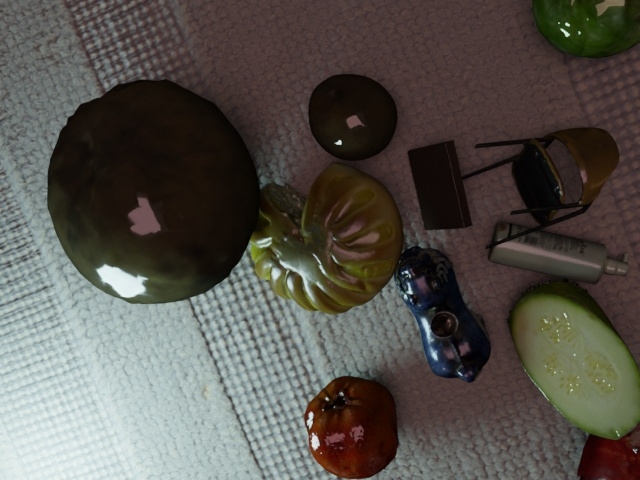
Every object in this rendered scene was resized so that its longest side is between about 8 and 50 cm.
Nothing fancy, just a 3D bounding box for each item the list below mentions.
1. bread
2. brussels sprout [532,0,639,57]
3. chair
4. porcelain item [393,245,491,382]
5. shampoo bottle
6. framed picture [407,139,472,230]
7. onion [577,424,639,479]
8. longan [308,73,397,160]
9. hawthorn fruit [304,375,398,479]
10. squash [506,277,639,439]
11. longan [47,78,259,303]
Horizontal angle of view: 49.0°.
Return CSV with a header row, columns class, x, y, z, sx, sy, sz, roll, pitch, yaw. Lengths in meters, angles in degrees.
class,x,y,z,sx,sy,sz,roll,pitch,yaw
bread,0.000,0.000,1.397,0.332,0.160,0.333,1,93,27
brussels sprout,0.498,-0.446,1.248,0.243,0.244,0.244,2,99,11
chair,0.410,-0.114,1.320,0.246,0.172,0.159,-14,67,-17
porcelain item,0.242,0.147,1.390,0.137,0.186,0.288,-24,93,9
shampoo bottle,0.468,0.030,1.379,0.262,0.085,0.085,13,101,9
framed picture,0.234,-0.106,1.390,0.023,0.128,0.169,-17,96,-27
onion,0.636,0.449,1.297,0.341,0.341,0.342,2,99,11
longan,0.062,-0.243,1.381,0.187,0.167,0.167,46,104,15
hawthorn fruit,0.078,0.414,1.472,0.207,0.207,0.243,-22,120,13
squash,0.469,0.217,1.303,0.189,0.261,0.189,-1,123,-1
longan,-0.315,-0.082,1.355,0.403,0.404,0.436,-32,68,14
